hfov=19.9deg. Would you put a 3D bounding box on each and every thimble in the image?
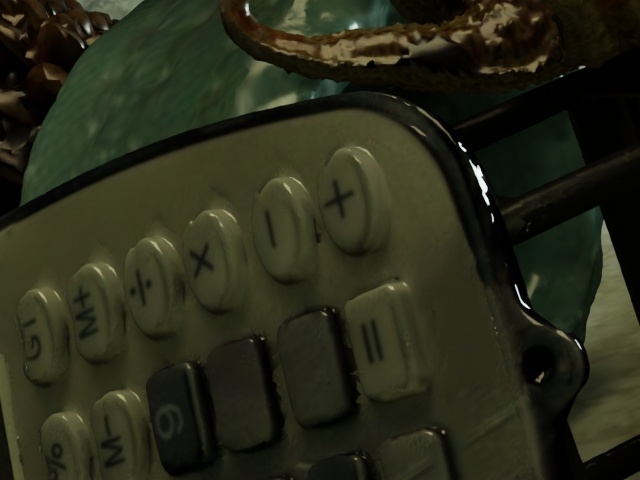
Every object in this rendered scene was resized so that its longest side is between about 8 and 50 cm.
[{"bbox_3d":[0.000,0.000,0.686,0.143,0.198,0.235,-3,52,46],"label":"thimble"}]

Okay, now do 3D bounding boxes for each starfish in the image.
[{"bbox_3d":[0.066,-0.085,0.540,0.190,0.074,0.146,-23,13,-4],"label":"starfish"}]

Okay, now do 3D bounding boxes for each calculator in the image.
[{"bbox_3d":[-0.041,0.067,0.465,0.268,0.177,0.040,-23,-16,40],"label":"calculator"}]

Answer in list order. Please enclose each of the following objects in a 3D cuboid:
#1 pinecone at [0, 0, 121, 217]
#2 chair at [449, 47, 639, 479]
[{"bbox_3d":[-0.104,-0.012,0.875,0.221,0.221,0.221,-17,12,4],"label":"pinecone"},{"bbox_3d":[0.127,0.011,0.555,0.260,0.154,0.141,-25,14,-18],"label":"chair"}]
